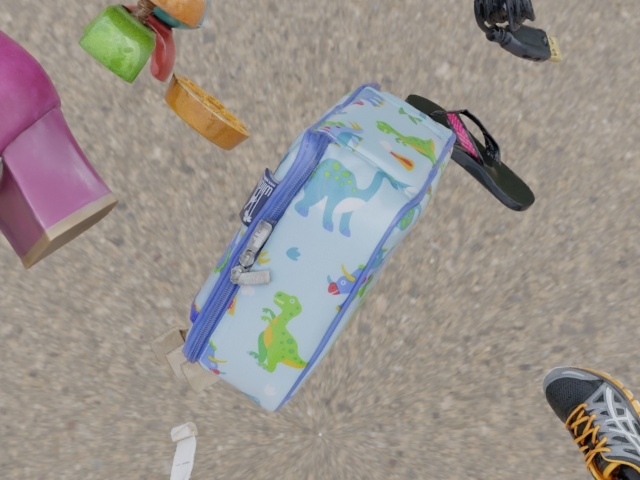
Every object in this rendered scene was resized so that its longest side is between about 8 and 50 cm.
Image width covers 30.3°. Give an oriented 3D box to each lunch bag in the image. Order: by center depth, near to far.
[{"bbox_3d":[0.000,0.000,0.757,0.090,0.219,0.176,32,116,2],"label":"lunch bag"}]

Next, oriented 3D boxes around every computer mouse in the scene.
[{"bbox_3d":[0.207,-0.211,0.836,0.060,0.262,0.184,24,109,36],"label":"computer mouse"}]

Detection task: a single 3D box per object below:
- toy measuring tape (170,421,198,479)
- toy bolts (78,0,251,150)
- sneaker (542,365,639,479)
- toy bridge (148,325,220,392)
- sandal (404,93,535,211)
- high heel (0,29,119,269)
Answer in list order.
[{"bbox_3d":[-0.240,0.369,1.581,0.121,0.121,0.330,8,50,1],"label":"toy measuring tape"},{"bbox_3d":[-0.130,-0.228,1.226,0.218,0.228,0.158,37,99,-21],"label":"toy bolts"},{"bbox_3d":[0.318,0.222,1.296,0.083,0.084,0.215,-15,49,-40],"label":"sneaker"},{"bbox_3d":[-0.097,0.089,0.979,0.063,0.188,0.026,-30,99,-14],"label":"toy bridge"},{"bbox_3d":[0.163,-0.103,1.250,0.179,0.067,0.040,44,128,19],"label":"sandal"},{"bbox_3d":[-0.198,-0.013,0.475,0.244,0.082,0.117,-36,89,-38],"label":"high heel"}]
